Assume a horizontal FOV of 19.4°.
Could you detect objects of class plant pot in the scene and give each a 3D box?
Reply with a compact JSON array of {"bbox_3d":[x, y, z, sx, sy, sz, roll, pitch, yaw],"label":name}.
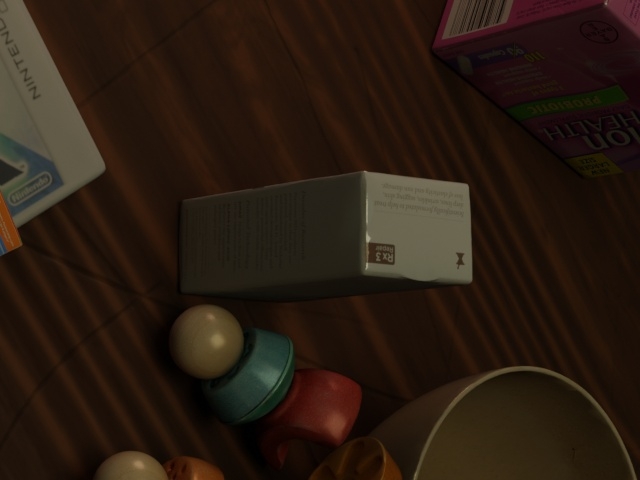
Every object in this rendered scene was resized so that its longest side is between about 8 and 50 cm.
[{"bbox_3d":[0.108,0.251,1.559,0.284,0.191,0.284,6,80,-41],"label":"plant pot"}]

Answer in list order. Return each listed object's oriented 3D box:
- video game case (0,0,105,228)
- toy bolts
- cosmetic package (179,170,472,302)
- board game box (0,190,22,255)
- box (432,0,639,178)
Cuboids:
[{"bbox_3d":[-0.336,-0.107,1.321,0.329,0.036,0.300,-37,108,-38],"label":"video game case"},{"bbox_3d":[-0.056,0.149,1.440,0.158,0.218,0.228,40,42,-24],"label":"toy bolts"},{"bbox_3d":[0.000,0.000,1.472,0.117,0.231,0.085,6,80,-41],"label":"cosmetic package"},{"bbox_3d":[-0.319,-0.098,1.293,0.145,0.027,0.281,-29,103,-39],"label":"board game box"},{"bbox_3d":[0.270,-0.179,1.748,0.243,0.213,0.117,35,62,-33],"label":"box"}]
